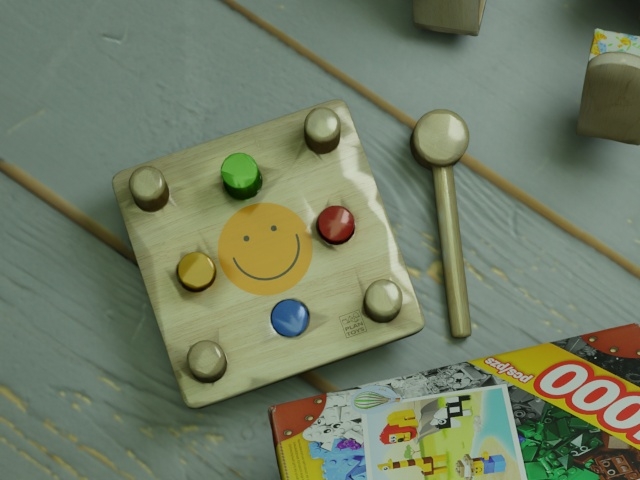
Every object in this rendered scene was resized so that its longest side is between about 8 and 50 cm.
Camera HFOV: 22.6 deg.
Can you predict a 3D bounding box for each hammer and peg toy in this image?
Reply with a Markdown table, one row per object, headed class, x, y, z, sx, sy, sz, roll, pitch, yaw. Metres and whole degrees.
| class | x | y | z | sx | sy | sz | roll | pitch | yaw |
| --- | --- | --- | --- | --- | --- | --- | --- | --- | --- |
| hammer and peg toy | 0.000 | 0.000 | 1.595 | 0.361 | 0.127 | 0.266 | -18 | 80 | -4 |

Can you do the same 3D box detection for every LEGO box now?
| class | x | y | z | sx | sy | sz | roll | pitch | yaw |
| --- | --- | --- | --- | --- | --- | --- | --- | --- | --- |
| LEGO box | 0.181 | 0.320 | 1.357 | 0.373 | 0.500 | 0.193 | -13 | 123 | -3 |

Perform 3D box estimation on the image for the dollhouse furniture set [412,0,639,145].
| class | x | y | z | sx | sy | sz | roll | pitch | yaw |
| --- | --- | --- | --- | --- | --- | --- | --- | --- | --- |
| dollhouse furniture set | 0.296 | -0.314 | 1.554 | 0.394 | 0.256 | 0.362 | 10 | 65 | 10 |
